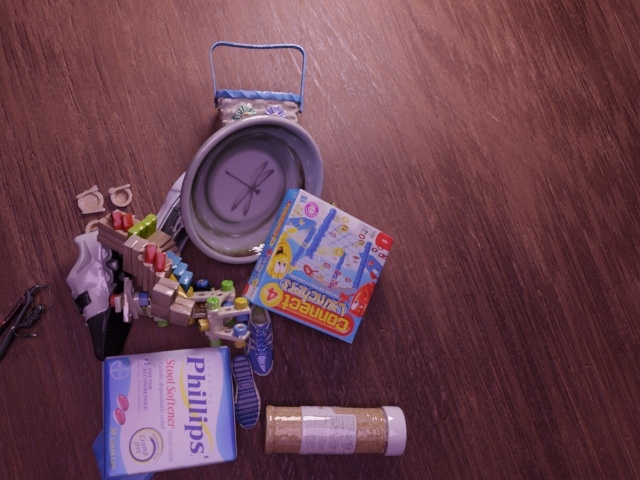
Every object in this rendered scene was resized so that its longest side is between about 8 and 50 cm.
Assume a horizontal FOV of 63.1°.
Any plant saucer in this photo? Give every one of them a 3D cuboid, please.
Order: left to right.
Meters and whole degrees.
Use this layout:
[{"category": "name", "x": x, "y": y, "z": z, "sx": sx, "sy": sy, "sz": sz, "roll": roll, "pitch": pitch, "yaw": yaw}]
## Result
[{"category": "plant saucer", "x": -0.180, "y": -0.135, "z": 1.337, "sx": 0.400, "sy": 0.401, "sz": 0.100, "roll": -39, "pitch": 45, "yaw": -13}]

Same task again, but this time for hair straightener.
[{"category": "hair straightener", "x": -0.740, "y": 0.209, "z": 1.300, "sx": 0.089, "sy": 0.047, "sz": 0.231, "roll": 33, "pitch": 73, "yaw": -2}]

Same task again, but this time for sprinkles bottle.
[{"category": "sprinkles bottle", "x": 0.034, "y": 0.484, "z": 1.328, "sx": 0.355, "sy": 0.121, "sz": 0.121, "roll": 3, "pitch": 80, "yaw": -8}]

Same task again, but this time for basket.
[{"category": "basket", "x": -0.161, "y": -0.383, "z": 1.406, "sx": 0.254, "sy": 0.201, "sz": 0.289, "roll": -3, "pitch": 91, "yaw": -8}]

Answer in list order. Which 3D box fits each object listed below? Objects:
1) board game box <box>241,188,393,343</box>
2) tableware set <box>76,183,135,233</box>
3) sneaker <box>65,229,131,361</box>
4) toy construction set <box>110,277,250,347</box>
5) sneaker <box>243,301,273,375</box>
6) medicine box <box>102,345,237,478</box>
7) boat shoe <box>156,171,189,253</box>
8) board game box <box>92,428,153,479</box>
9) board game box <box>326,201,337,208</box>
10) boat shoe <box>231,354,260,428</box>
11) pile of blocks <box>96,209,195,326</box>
[{"category": "board game box", "x": -0.001, "y": 0.069, "z": 1.348, "sx": 0.308, "sy": 0.086, "sz": 0.302, "roll": 26, "pitch": 82, "yaw": -24}, {"category": "tableware set", "x": -0.562, "y": -0.070, "z": 1.383, "sx": 0.141, "sy": 0.020, "sz": 0.169, "roll": -14, "pitch": 82, "yaw": -11}, {"category": "sneaker", "x": -0.562, "y": 0.137, "z": 1.310, "sx": 0.146, "sy": 0.122, "sz": 0.331, "roll": -3, "pitch": 80, "yaw": 7}, {"category": "toy construction set", "x": -0.333, "y": 0.168, "z": 1.267, "sx": 0.327, "sy": 0.215, "sz": 0.151, "roll": 11, "pitch": 110, "yaw": -12}, {"category": "sneaker", "x": -0.163, "y": 0.247, "z": 1.359, "sx": 0.080, "sy": 0.081, "sz": 0.211, "roll": -7, "pitch": 81, "yaw": -10}, {"category": "medicine box", "x": -0.354, "y": 0.402, "z": 1.248, "sx": 0.289, "sy": 0.149, "sz": 0.264, "roll": -4, "pitch": 73, "yaw": -11}, {"category": "boat shoe", "x": -0.354, "y": -0.050, "z": 1.361, "sx": 0.119, "sy": 0.121, "sz": 0.335, "roll": 32, "pitch": 87, "yaw": 10}, {"category": "board game box", "x": -0.478, "y": 0.526, "z": 1.287, "sx": 0.133, "sy": 0.033, "sz": 0.169, "roll": -21, "pitch": 77, "yaw": -11}, {"category": "board game box", "x": 0.000, "y": 0.000, "z": 1.423, "sx": 0.170, "sy": 0.048, "sz": 0.141, "roll": -38, "pitch": 107, "yaw": -13}, {"category": "boat shoe", "x": -0.191, "y": 0.384, "z": 1.338, "sx": 0.066, "sy": 0.066, "sz": 0.183, "roll": -4, "pitch": 81, "yaw": -10}, {"category": "pile of blocks", "x": -0.373, "y": 0.028, "z": 1.186, "sx": 0.148, "sy": 0.113, "sz": 0.362, "roll": -22, "pitch": 55, "yaw": -39}]
